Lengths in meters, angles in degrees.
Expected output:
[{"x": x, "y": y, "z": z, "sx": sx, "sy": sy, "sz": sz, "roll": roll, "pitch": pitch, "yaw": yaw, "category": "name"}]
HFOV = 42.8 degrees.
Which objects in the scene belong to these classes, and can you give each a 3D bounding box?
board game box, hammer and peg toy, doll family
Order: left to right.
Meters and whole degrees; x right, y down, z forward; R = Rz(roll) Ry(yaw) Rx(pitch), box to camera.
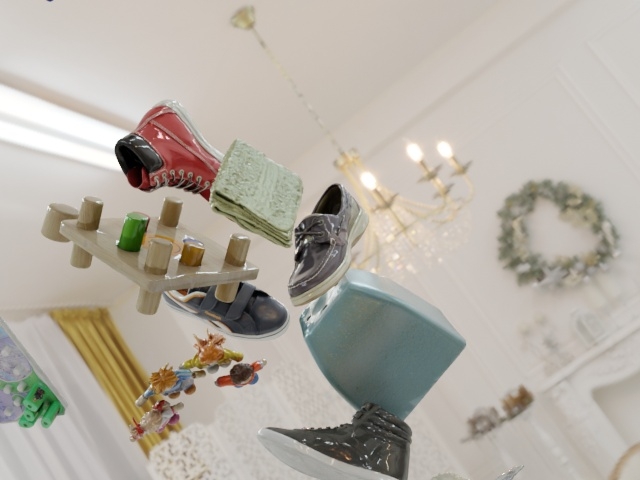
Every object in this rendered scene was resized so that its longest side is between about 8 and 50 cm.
[{"x": -0.675, "y": 0.188, "z": 1.352, "sx": 0.390, "sy": 0.390, "sz": 0.050, "roll": -12, "pitch": 32, "yaw": 23, "category": "board game box"}, {"x": -0.310, "y": -0.006, "z": 1.441, "sx": 0.266, "sy": 0.361, "sz": 0.127, "roll": -4, "pitch": -64, "yaw": -52, "category": "hammer and peg toy"}, {"x": -0.227, "y": 0.235, "z": 1.397, "sx": 0.263, "sy": 0.118, "sz": 0.163, "roll": -28, "pitch": -11, "yaw": -8, "category": "doll family"}]

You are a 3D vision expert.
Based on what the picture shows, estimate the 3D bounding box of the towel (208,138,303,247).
[{"x": -0.072, "y": -0.055, "z": 0.933, "sx": 0.027, "sy": 0.110, "sz": 0.148, "roll": -48, "pitch": 19, "yaw": 30, "category": "towel"}]

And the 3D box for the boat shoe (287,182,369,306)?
[{"x": 0.000, "y": 0.000, "z": 1.290, "sx": 0.103, "sy": 0.092, "sz": 0.285, "roll": -24, "pitch": 19, "yaw": 31, "category": "boat shoe"}]

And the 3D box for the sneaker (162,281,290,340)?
[{"x": -0.226, "y": 0.134, "z": 1.868, "sx": 0.127, "sy": 0.321, "sz": 0.126, "roll": 87, "pitch": -159, "yaw": -52, "category": "sneaker"}]

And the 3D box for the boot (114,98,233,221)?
[{"x": -0.217, "y": -0.090, "z": 1.308, "sx": 0.088, "sy": 0.244, "sz": 0.176, "roll": -30, "pitch": 20, "yaw": 35, "category": "boot"}]

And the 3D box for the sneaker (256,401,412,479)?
[{"x": 0.036, "y": 0.366, "z": 1.520, "sx": 0.104, "sy": 0.295, "sz": 0.147, "roll": 80, "pitch": -151, "yaw": -52, "category": "sneaker"}]

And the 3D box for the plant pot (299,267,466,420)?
[{"x": 0.099, "y": 0.193, "z": 1.659, "sx": 0.247, "sy": 0.252, "sz": 0.248, "roll": -50, "pitch": 12, "yaw": 5, "category": "plant pot"}]

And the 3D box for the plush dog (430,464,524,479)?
[{"x": 0.258, "y": 0.472, "z": 1.163, "sx": 0.210, "sy": 0.225, "sz": 0.262, "roll": -15, "pitch": 12, "yaw": 14, "category": "plush dog"}]
